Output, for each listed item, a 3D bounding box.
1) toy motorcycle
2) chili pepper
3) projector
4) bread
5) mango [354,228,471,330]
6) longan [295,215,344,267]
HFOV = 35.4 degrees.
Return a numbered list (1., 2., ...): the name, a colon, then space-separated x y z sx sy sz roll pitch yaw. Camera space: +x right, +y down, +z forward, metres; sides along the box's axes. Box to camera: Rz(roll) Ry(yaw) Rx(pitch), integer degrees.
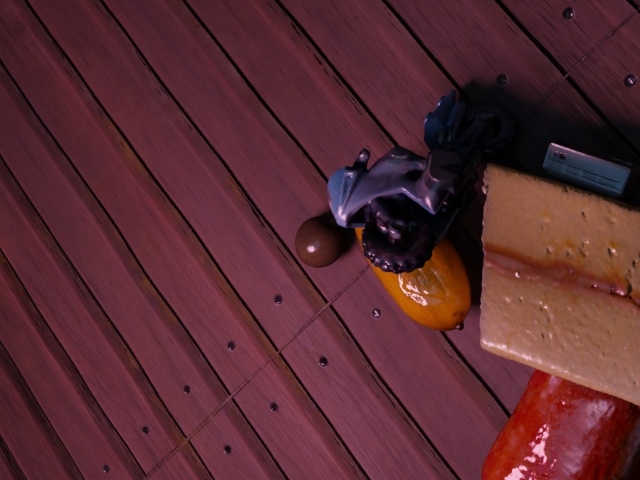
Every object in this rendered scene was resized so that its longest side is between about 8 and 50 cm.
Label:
1. toy motorcycle: 0.170 -0.125 1.788 0.232 0.172 0.416 28 63 21
2. chili pepper: 0.444 0.360 1.757 0.251 0.229 0.305 27 95 39
3. projector: 0.473 -0.122 1.739 0.147 0.115 0.061 24 107 26
4. bread: 0.429 0.067 1.673 0.405 0.242 0.346 13 88 28
5. mango: 0.166 0.026 1.898 0.359 0.144 0.187 55 162 34
6. longan: 0.000 0.000 2.035 0.113 0.092 0.113 -14 62 28
